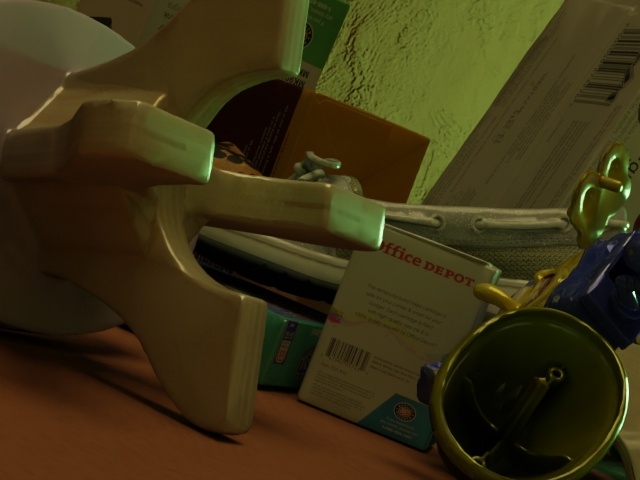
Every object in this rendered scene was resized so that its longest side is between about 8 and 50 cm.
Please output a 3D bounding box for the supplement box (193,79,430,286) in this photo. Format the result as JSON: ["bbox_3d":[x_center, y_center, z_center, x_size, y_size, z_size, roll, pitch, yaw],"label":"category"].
[{"bbox_3d":[-0.041,-0.038,1.707,0.129,0.191,0.194,19,3,-36],"label":"supplement box"}]

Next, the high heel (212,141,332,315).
[{"bbox_3d":[0.000,0.000,1.533,0.261,0.093,0.186,15,38,2],"label":"high heel"}]

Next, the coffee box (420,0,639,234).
[{"bbox_3d":[0.340,-0.018,1.981,0.334,0.337,0.338,36,-2,-16],"label":"coffee box"}]

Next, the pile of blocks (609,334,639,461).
[{"bbox_3d":[0.260,0.147,1.553,0.362,0.149,0.112,44,-22,59],"label":"pile of blocks"}]

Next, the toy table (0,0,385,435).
[{"bbox_3d":[-0.094,-0.032,1.037,0.161,0.252,0.274,3,3,30],"label":"toy table"}]

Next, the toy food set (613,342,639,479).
[{"bbox_3d":[0.184,0.133,1.357,0.220,0.092,0.306,4,12,-38],"label":"toy food set"}]

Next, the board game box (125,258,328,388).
[{"bbox_3d":[-0.085,0.041,1.326,0.210,0.047,0.160,22,2,25],"label":"board game box"}]

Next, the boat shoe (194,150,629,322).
[{"bbox_3d":[0.049,-0.005,1.340,0.320,0.103,0.118,12,-8,-4],"label":"boat shoe"}]

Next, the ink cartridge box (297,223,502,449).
[{"bbox_3d":[0.051,0.057,1.245,0.088,0.122,0.052,22,3,11],"label":"ink cartridge box"}]

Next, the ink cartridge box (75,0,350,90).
[{"bbox_3d":[-0.131,-0.128,1.822,0.211,0.289,0.121,18,7,-41],"label":"ink cartridge box"}]

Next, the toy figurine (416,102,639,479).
[{"bbox_3d":[0.153,0.086,1.145,0.191,0.362,0.217,43,-41,-2],"label":"toy figurine"}]
